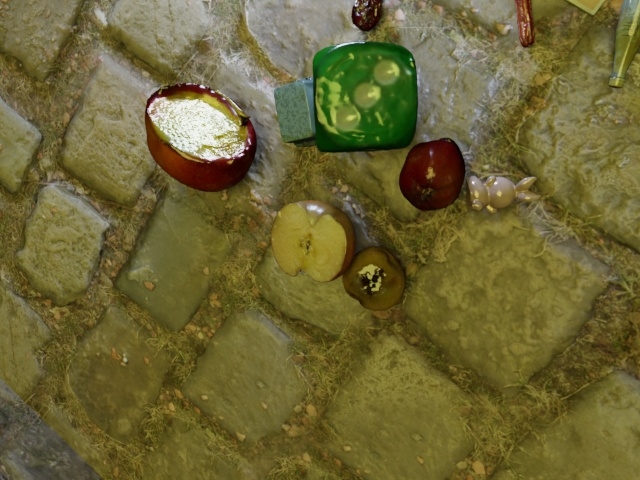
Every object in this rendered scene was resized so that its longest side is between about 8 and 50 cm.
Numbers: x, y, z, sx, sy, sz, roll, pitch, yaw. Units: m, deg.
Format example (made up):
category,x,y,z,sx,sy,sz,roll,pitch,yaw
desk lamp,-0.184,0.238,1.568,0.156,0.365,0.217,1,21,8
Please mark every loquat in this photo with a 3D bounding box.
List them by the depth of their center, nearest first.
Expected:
category,x,y,z,sx,sy,sz,roll,pitch,yaw
loquat,0.174,0.131,1.777,0.213,0.213,0.213,2,97,21

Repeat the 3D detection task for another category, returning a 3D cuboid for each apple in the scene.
category,x,y,z,sx,sy,sz,roll,pitch,yaw
apple,0.000,0.000,1.772,0.293,0.163,0.251,22,112,31

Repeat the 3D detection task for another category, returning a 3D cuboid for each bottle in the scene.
category,x,y,z,sx,sy,sz,roll,pitch,yaw
bottle,0.856,-0.560,1.502,0.083,0.083,0.269,15,104,19

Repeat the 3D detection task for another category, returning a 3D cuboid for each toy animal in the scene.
category,x,y,z,sx,sy,sz,roll,pitch,yaw
toy animal,0.555,-0.143,1.658,0.213,0.124,0.124,-3,95,12

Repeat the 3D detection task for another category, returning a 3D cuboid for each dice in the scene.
category,x,y,z,sx,sy,sz,roll,pitch,yaw
dice,0.126,-0.420,1.647,0.297,0.287,0.300,-3,96,-1

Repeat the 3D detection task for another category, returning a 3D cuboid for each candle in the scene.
category,x,y,z,sx,sy,sz,roll,pitch,yaw
candle,0.594,-0.739,1.596,0.048,0.051,0.329,-9,94,-4

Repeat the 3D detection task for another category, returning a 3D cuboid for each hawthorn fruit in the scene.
category,x,y,z,sx,sy,sz,roll,pitch,yaw
hawthorn fruit,0.340,-0.186,1.651,0.215,0.249,0.215,9,129,11

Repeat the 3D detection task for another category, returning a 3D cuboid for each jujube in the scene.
category,x,y,z,sx,sy,sz,roll,pitch,yaw
jujube,0.156,-0.757,1.743,0.104,0.104,0.166,22,93,17

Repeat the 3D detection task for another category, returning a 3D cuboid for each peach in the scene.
category,x,y,z,sx,sy,sz,roll,pitch,yaw
peach,-0.416,-0.348,1.891,0.406,0.310,0.335,30,68,4

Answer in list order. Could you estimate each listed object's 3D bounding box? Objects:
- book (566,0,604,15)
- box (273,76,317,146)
category,x,y,z,sx,sy,sz,roll,pitch,yaw
book,0.784,-0.786,1.536,0.170,0.018,0.241,39,108,13
box,-0.059,-0.435,1.839,0.162,0.130,0.227,-5,97,33
